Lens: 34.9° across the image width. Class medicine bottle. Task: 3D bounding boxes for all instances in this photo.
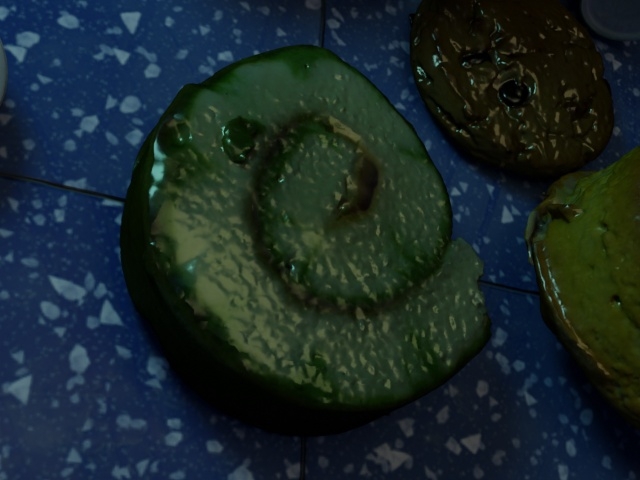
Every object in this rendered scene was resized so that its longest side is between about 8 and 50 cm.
[{"bbox_3d":[0.423,-0.391,1.370,0.139,0.139,0.225,26,59,-14],"label":"medicine bottle"}]

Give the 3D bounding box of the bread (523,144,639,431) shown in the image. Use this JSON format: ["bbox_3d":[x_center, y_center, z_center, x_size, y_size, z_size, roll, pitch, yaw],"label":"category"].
[{"bbox_3d":[0.403,0.046,1.108,0.358,0.204,0.337,46,40,3],"label":"bread"}]

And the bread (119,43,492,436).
[{"bbox_3d":[0.000,0.000,0.985,0.382,0.129,0.366,26,58,-15],"label":"bread"}]

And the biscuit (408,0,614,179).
[{"bbox_3d":[0.241,-0.206,1.233,0.296,0.075,0.296,11,64,-23],"label":"biscuit"}]

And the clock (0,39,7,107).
[{"bbox_3d":[-0.380,-0.144,0.894,0.197,0.068,0.197,11,64,-23],"label":"clock"}]
